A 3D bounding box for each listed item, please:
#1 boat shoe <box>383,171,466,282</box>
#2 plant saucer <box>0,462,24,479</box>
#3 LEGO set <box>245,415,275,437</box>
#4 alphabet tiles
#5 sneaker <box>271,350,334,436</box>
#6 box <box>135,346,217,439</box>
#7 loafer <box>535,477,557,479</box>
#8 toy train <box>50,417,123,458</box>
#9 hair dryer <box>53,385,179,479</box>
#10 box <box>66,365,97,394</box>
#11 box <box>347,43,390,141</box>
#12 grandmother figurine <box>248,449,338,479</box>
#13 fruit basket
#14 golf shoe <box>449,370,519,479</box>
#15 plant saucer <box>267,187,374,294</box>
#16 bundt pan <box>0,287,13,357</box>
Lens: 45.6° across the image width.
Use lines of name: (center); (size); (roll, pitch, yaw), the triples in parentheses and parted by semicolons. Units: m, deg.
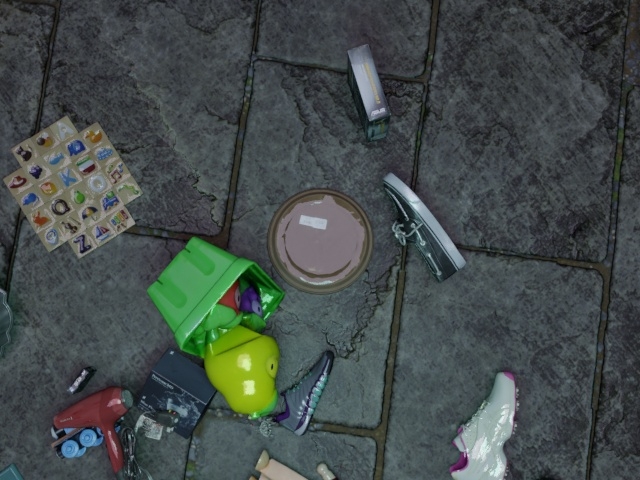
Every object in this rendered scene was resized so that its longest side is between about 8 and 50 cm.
boat shoe: (0.240, -0.029, 1.933); (0.105, 0.113, 0.306); (-38, 101, 1)
plant saucer: (-0.737, 0.648, 1.880); (0.067, 0.018, 0.192); (-35, 85, -5)
LEGO set: (-0.149, 0.465, 1.910); (0.083, 0.023, 0.054); (20, 84, 1)
alphabet tiles: (-0.640, -0.140, 1.973); (0.285, 0.011, 0.343); (-33, 86, -4)
sneaker: (-0.043, 0.369, 1.896); (0.098, 0.083, 0.224); (22, 84, 6)
box: (-0.344, 0.370, 1.842); (0.156, 0.093, 0.158); (31, 127, 3)
loafer: (0.448, 0.719, 1.839); (0.365, 0.134, 0.130); (-29, 85, -4)
toy train: (-0.578, 0.458, 1.876); (0.184, 0.080, 0.105); (-31, 77, -5)
hair dryer: (-0.495, 0.456, 1.788); (0.293, 0.080, 0.224); (21, 82, 13)
box: (-0.589, 0.345, 1.883); (0.018, 0.083, 0.067); (36, 85, 2)
box: (0.119, -0.361, 1.905); (0.056, 0.231, 0.183); (-17, 83, 0)
grandmother figurine: (-0.018, 0.654, 1.857); (0.342, 0.104, 0.208); (25, 92, 4)
fruit basket: (-0.190, 0.208, 1.765); (0.392, 0.392, 0.283); (40, 84, 3)
golf shoe: (0.405, 0.467, 1.881); (0.140, 0.115, 0.307); (12, 82, 3)
plant saucer: (0.000, 0.000, 1.958); (0.277, 0.041, 0.278); (0, 83, 0)
bundt pan: (-0.918, 0.198, 1.818); (0.330, 0.124, 0.331); (0, 104, 2)
